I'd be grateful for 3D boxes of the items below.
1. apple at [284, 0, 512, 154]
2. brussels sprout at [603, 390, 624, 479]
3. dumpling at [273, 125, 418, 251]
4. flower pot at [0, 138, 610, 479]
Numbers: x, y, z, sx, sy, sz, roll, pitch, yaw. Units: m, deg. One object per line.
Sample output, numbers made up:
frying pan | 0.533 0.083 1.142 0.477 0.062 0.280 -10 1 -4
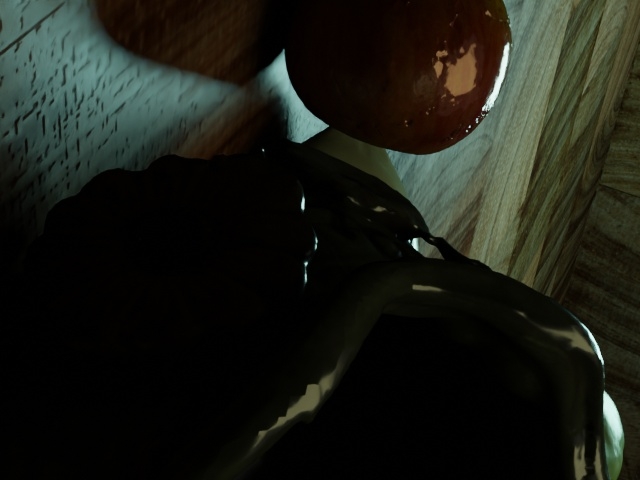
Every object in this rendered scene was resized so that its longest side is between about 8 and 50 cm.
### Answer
apple | 0.049 -0.125 0.792 0.146 0.146 0.146 20 90 -75
brussels sprout | 0.154 0.200 1.315 0.328 0.328 0.247 -32 113 -66
dumpling | -0.014 0.026 0.856 0.179 0.131 0.252 123 -22 -55
flower pot | -0.014 0.101 0.593 0.301 0.213 0.302 -11 108 -37
